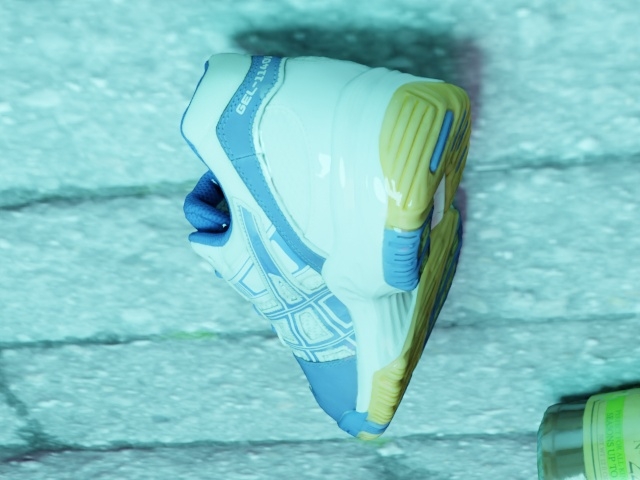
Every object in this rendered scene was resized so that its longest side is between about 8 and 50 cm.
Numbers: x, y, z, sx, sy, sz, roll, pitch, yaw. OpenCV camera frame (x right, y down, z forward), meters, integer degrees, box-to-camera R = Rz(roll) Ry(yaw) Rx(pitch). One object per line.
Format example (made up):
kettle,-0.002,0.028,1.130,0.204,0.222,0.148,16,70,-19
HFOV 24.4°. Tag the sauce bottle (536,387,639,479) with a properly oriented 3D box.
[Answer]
sauce bottle,0.308,0.125,0.906,0.344,0.111,0.111,-14,145,23

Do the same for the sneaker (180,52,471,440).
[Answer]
sneaker,0.000,0.000,0.758,0.131,0.112,0.296,17,149,11
